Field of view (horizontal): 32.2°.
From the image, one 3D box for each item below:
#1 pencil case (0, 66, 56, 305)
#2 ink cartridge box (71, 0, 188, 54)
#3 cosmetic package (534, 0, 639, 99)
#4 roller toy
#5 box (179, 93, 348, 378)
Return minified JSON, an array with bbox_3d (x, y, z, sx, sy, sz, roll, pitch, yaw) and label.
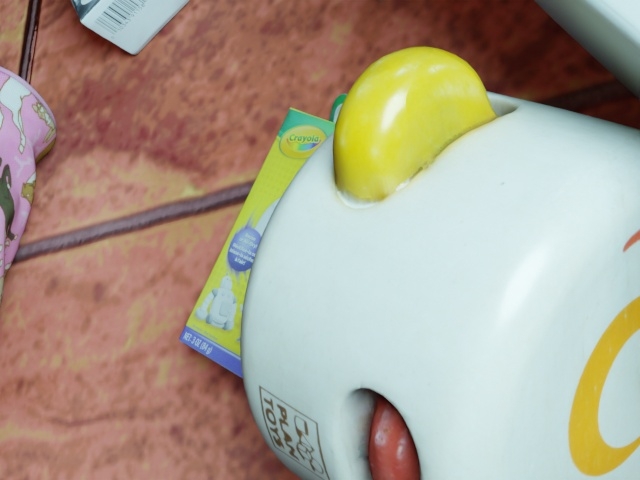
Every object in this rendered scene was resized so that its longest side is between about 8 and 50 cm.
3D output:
[{"bbox_3d":[-0.285,0.057,0.747,0.167,0.160,0.386,144,135,-62],"label":"pencil case"},{"bbox_3d":[-0.162,-0.310,0.877,0.165,0.065,0.332,-43,50,16],"label":"ink cartridge box"},{"bbox_3d":[0.170,-0.131,0.448,0.156,0.217,0.385,-45,53,15],"label":"cosmetic package"},{"bbox_3d":[0.067,0.035,0.466,0.146,0.209,0.191,23,93,41],"label":"roller toy"},{"bbox_3d":[0.000,0.000,0.636,0.105,0.043,0.179,23,85,41],"label":"box"}]
